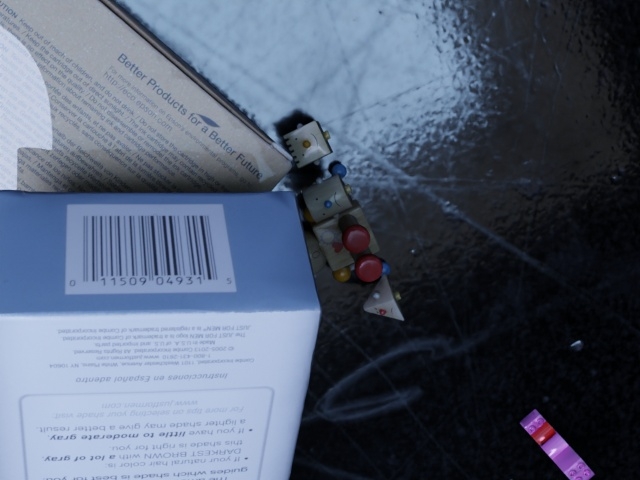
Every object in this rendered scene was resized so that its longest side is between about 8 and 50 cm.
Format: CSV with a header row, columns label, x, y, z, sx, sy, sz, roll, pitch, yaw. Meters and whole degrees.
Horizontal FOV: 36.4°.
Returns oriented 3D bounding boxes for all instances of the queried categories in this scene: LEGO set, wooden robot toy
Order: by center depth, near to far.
label,x,y,z,sx,sy,sz,roll,pitch,yaw
wooden robot toy,0.000,0.000,0.751,0.079,0.076,0.173,-23,110,7
LEGO set,0.241,0.270,0.866,0.087,0.093,0.227,-42,110,2

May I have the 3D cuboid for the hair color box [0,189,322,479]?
label,x,y,z,sx,sy,sz,roll,pitch,yaw
hair color box,-0.121,0.143,0.665,0.185,0.113,0.374,0,131,-12

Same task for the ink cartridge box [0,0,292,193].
label,x,y,z,sx,sy,sz,roll,pitch,yaw
ink cartridge box,-0.170,-0.063,0.681,0.235,0.088,0.193,41,93,-17
